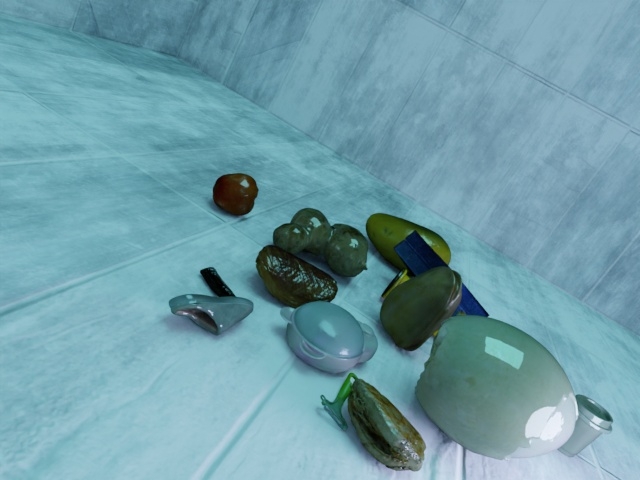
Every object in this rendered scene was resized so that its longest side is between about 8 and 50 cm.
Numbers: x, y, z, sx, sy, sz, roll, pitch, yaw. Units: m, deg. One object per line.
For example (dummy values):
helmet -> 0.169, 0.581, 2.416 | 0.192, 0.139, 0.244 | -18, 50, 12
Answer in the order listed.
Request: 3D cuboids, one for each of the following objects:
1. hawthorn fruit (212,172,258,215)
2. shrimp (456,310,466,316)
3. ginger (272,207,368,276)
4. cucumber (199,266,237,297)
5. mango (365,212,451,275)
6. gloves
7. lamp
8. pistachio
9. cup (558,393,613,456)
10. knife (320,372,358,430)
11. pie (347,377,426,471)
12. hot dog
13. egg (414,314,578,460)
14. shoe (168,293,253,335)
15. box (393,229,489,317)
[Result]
hawthorn fruit -> -0.268, -0.149, 1.531 | 0.138, 0.132, 0.133 | 3, 31, -32
shrimp -> 0.443, 0.312, 1.438 | 0.150, 0.051, 0.217 | 39, 37, -49
ginger -> 0.000, 0.000, 1.537 | 0.304, 0.155, 0.244 | 17, 29, -12
cucumber -> -0.226, 0.104, 1.101 | 0.135, 0.034, 0.033 | 47, 9, 33
mango -> 0.333, 0.006, 1.915 | 0.365, 0.182, 0.253 | 38, 22, 21
gloves -> 0.337, 0.221, 1.528 | 0.294, 0.116, 0.133 | 40, 29, 7
lamp -> 0.035, 0.207, 1.105 | 0.246, 0.108, 0.179 | 14, 29, -39
pistachio -> 0.274, 0.165, 1.330 | 0.163, 0.260, 0.212 | 31, 25, -27
cup -> 0.662, 0.479, 1.268 | 0.120, 0.141, 0.120 | 23, 21, -9
knife -> 0.044, 0.309, 0.983 | 0.078, 0.023, 0.166 | 54, 21, 1
pie -> 0.123, 0.347, 0.930 | 0.163, 0.079, 0.193 | 29, 16, -48
hot dog -> -0.065, 0.097, 1.247 | 0.227, 0.099, 0.160 | 27, 20, -13
egg -> 0.376, 0.320, 1.051 | 0.336, 0.278, 0.278 | 29, 19, 11
shoe -> -0.212, 0.150, 0.976 | 0.195, 0.079, 0.078 | 21, 58, -52
box -> 0.401, 0.138, 1.658 | 0.279, 0.116, 0.261 | 46, 9, -34
